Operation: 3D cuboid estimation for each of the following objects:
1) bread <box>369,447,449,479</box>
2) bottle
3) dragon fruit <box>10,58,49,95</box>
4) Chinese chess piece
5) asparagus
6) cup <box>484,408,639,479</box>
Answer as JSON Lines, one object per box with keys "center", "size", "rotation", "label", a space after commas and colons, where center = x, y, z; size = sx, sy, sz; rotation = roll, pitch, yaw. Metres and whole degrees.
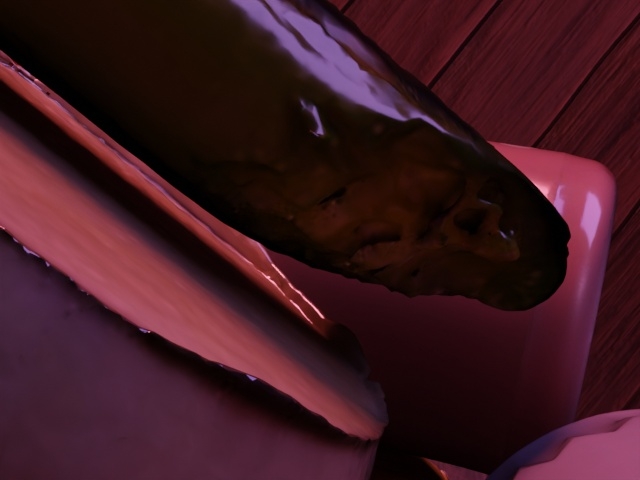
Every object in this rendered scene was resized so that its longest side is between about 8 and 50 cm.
{"center": [0.030, 0.157, 0.767], "size": [0.134, 0.085, 0.173], "rotation": [38, 4, -9], "label": "bread"}
{"center": [0.000, 0.000, 0.747], "size": [0.296, 0.206, 0.173], "rotation": [12, 25, 11], "label": "bottle"}
{"center": [-0.127, -0.026, 0.891], "size": [0.223, 0.218, 0.148], "rotation": [2, 46, 0], "label": "dragon fruit"}
{"center": [-0.131, 0.020, 0.526], "size": [0.338, 0.140, 0.338], "rotation": [38, 6, -5], "label": "Chinese chess piece"}
{"center": [-0.052, -0.081, 0.573], "size": [0.382, 0.108, 0.128], "rotation": [39, 7, -4], "label": "asparagus"}
{"center": [0.147, 0.181, 0.441], "size": [0.253, 0.253, 0.371], "rotation": [39, 3, -4], "label": "cup"}
